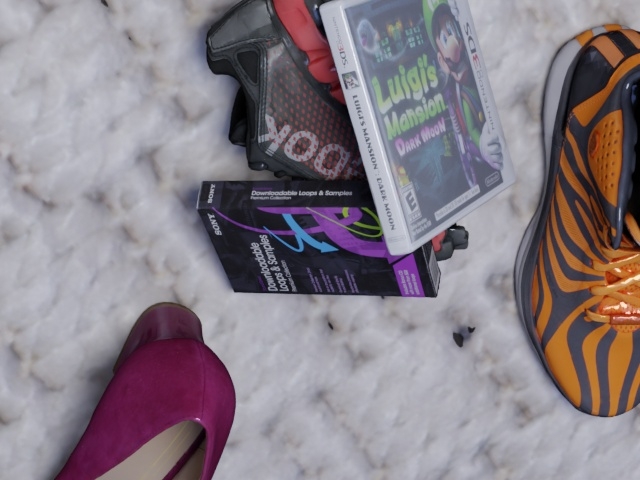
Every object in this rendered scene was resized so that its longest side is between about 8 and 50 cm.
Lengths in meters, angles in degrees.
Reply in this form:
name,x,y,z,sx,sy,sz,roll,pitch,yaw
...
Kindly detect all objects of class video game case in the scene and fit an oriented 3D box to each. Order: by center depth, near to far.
name,x,y,z,sx,sy,sz,roll,pitch,yaw
video game case,0.074,-0.098,1.140,0.022,0.190,0.173,-11,101,32

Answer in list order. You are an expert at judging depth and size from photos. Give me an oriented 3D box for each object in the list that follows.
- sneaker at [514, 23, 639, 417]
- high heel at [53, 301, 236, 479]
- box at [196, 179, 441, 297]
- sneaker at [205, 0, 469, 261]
name,x,y,z,sx,sy,sz,roll,pitch,yaw
sneaker,0.225,0.011,1.215,0.124,0.180,0.321,-7,111,-6
high heel,-0.164,0.239,1.239,0.127,0.181,0.377,12,108,-13
box,0.000,0.000,1.199,0.162,0.029,0.116,1,145,16
sneaker,0.011,-0.080,1.196,0.135,0.098,0.276,-22,126,20
